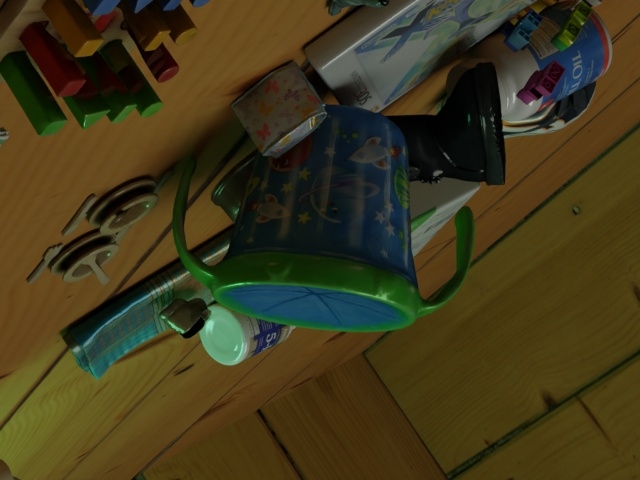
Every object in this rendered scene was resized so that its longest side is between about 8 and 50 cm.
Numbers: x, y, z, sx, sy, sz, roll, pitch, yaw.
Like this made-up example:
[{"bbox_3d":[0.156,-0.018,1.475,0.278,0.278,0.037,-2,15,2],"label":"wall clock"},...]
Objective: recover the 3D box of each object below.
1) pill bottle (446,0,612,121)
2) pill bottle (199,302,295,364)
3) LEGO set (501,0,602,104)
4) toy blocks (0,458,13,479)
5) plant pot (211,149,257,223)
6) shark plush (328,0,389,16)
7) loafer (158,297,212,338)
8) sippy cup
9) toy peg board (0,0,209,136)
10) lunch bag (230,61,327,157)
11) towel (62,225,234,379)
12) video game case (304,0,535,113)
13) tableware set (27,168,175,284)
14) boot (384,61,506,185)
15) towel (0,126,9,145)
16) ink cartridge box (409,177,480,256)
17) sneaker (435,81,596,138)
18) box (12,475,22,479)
[{"bbox_3d":[0.282,-0.236,1.755,0.221,0.124,0.124,-29,168,-27],"label":"pill bottle"},{"bbox_3d":[-0.113,0.139,2.253,0.187,0.112,0.112,-22,164,-48],"label":"pill bottle"},{"bbox_3d":[0.283,-0.274,1.656,0.227,0.087,0.093,-57,-169,-29],"label":"LEGO set"},{"bbox_3d":[-0.481,0.221,1.120,0.260,0.309,0.288,-11,141,-45],"label":"toy blocks"},{"bbox_3d":[-0.026,-0.030,1.630,0.167,0.165,0.167,-32,169,-7],"label":"plant pot"},{"bbox_3d":[0.016,-0.245,1.201,0.067,0.073,0.161,-14,-171,-4],"label":"shark plush"},{"bbox_3d":[-0.194,0.118,1.880,0.056,0.050,0.148,-38,169,10],"label":"loafer"},{"bbox_3d":[0.006,-0.029,1.458,0.240,0.224,0.305,-7,159,44],"label":"sippy cup"},{"bbox_3d":[-0.152,-0.152,0.953,0.160,0.079,0.161,-42,167,35],"label":"toy peg board"},{"bbox_3d":[-0.040,-0.138,1.365,0.083,0.071,0.053,-38,167,17],"label":"lunch bag"},{"bbox_3d":[-0.206,0.079,1.912,0.370,0.040,0.271,-32,170,-11],"label":"towel"},{"bbox_3d":[0.147,-0.264,1.469,0.329,0.036,0.300,-35,169,4],"label":"video game case"},{"bbox_3d":[-0.240,-0.002,1.449,0.128,0.039,0.194,-24,165,-44],"label":"tableware set"},{"bbox_3d":[0.130,-0.137,1.648,0.207,0.094,0.246,-2,156,10],"label":"boot"},{"bbox_3d":[-0.335,-0.049,1.031,0.152,0.023,0.113,-37,167,25],"label":"towel"},{"bbox_3d":[0.100,-0.032,2.105,0.211,0.121,0.289,-28,168,-29],"label":"ink cartridge box"},{"bbox_3d":[0.326,-0.226,1.924,0.321,0.126,0.127,-24,171,-36],"label":"sneaker"},{"bbox_3d":[-0.543,0.377,1.645,0.345,0.168,0.215,56,58,-79],"label":"box"}]
